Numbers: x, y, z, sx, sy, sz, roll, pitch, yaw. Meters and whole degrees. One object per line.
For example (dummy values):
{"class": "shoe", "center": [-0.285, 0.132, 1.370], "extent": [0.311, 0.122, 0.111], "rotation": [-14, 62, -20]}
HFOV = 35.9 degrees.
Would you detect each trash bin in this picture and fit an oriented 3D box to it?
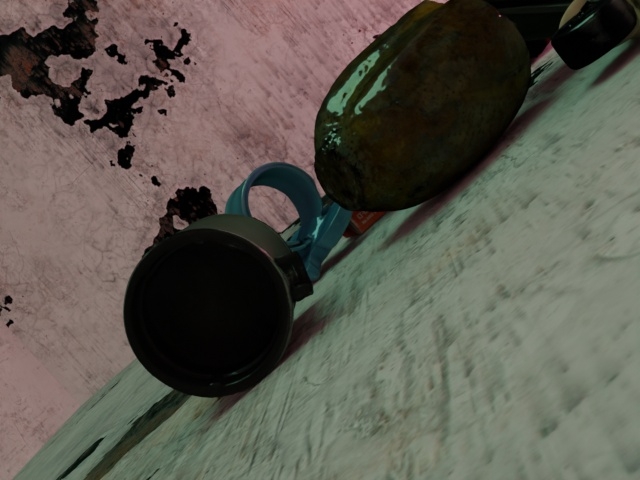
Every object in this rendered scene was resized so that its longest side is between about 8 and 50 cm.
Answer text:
{"class": "trash bin", "center": [-0.141, 0.080, 1.367], "extent": [0.277, 0.217, 0.262], "rotation": [-20, 5, 3]}

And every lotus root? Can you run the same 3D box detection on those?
{"class": "lotus root", "center": [0.141, -0.187, 1.461], "extent": [0.346, 0.250, 0.250], "rotation": [-44, 5, -21]}

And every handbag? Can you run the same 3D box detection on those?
{"class": "handbag", "center": [0.342, -0.371, 1.589], "extent": [0.260, 0.079, 0.247], "rotation": [-7, 1, 12]}

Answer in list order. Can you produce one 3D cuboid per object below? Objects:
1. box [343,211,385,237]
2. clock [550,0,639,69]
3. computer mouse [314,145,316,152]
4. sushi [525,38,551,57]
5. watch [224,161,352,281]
{"class": "box", "center": [0.120, -0.091, 1.857], "extent": [0.229, 0.050, 0.123], "rotation": [-42, 4, -10]}
{"class": "clock", "center": [0.469, -0.372, 1.289], "extent": [0.379, 0.120, 0.276], "rotation": [-34, 9, 21]}
{"class": "computer mouse", "center": [0.042, -0.157, 1.807], "extent": [0.097, 0.159, 0.288], "rotation": [-35, 7, 7]}
{"class": "sushi", "center": [0.433, -0.455, 2.190], "extent": [0.126, 0.136, 0.225], "rotation": [-31, 3, 18]}
{"class": "watch", "center": [-0.071, -0.031, 1.750], "extent": [0.211, 0.193, 0.211], "rotation": [-52, 14, 19]}
